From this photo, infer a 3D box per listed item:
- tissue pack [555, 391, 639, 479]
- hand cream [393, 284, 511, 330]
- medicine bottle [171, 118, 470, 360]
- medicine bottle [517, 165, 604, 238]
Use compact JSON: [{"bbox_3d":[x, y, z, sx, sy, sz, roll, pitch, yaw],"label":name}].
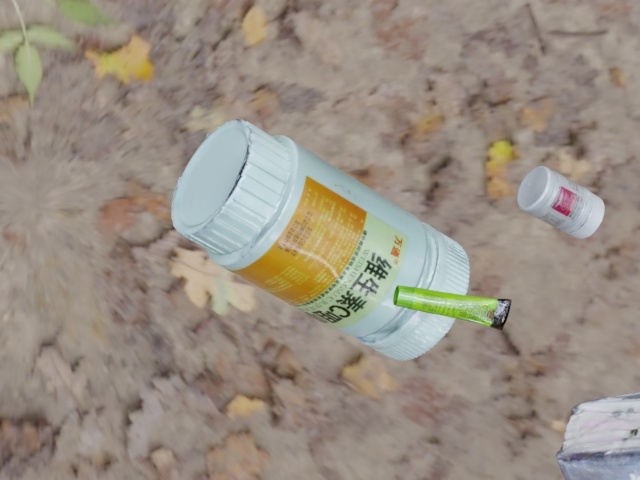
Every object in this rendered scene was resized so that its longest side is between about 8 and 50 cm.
[{"bbox_3d":[0.436,0.322,1.714,0.259,0.122,0.361,-14,118,28],"label":"tissue pack"},{"bbox_3d":[0.137,0.068,1.641,0.121,0.023,0.036,11,109,-8],"label":"hand cream"},{"bbox_3d":[0.000,0.000,1.732,0.318,0.158,0.158,31,86,-29],"label":"medicine bottle"},{"bbox_3d":[0.284,-0.045,1.866,0.091,0.058,0.058,26,87,-27],"label":"medicine bottle"}]
